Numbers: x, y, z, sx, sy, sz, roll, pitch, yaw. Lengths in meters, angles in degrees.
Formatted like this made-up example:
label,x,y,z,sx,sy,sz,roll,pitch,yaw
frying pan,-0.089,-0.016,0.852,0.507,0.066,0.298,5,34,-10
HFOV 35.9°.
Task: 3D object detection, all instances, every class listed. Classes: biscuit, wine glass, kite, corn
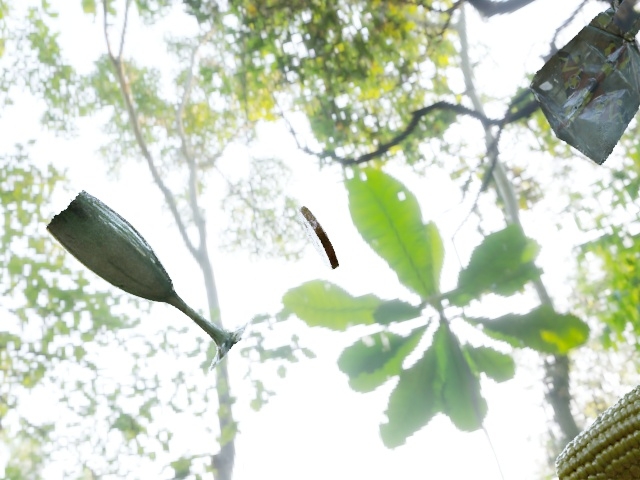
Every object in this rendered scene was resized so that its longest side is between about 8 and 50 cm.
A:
label,x,y,z,sx,sy,sz,roll,pitch,yaw
biscuit,0.000,0.000,1.133,0.015,0.091,0.078,-28,-48,-7
wine glass,-0.155,0.032,0.894,0.198,0.066,0.066,41,-56,-8
kite,0.312,-0.202,1.018,0.015,0.141,0.245,-4,-42,-40
corn,0.513,0.273,1.488,0.387,0.144,0.144,-37,-40,7
